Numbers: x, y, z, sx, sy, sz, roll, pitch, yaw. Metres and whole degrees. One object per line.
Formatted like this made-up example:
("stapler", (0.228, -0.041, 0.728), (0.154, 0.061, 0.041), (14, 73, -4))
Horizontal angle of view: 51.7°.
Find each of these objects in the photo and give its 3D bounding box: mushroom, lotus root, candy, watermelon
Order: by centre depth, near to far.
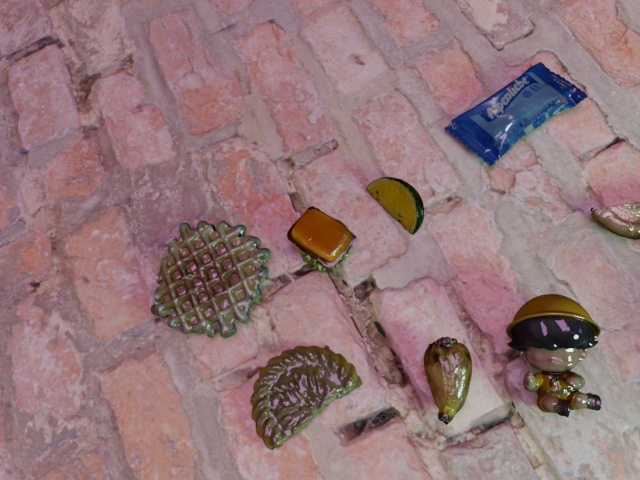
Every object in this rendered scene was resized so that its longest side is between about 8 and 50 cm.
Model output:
("lotus root", (0.285, 0.314, 1.478), (0.108, 0.094, 0.190), (-9, 72, 31))
("mushroom", (0.756, -0.050, 1.566), (0.210, 0.072, 0.094), (-11, 63, 8))
("watermelon", (0.204, -0.111, 1.682), (0.092, 0.075, 0.181), (-39, 67, -4))
("candy", (0.511, -0.337, 1.735), (0.331, 0.077, 0.187), (-35, 59, -7))

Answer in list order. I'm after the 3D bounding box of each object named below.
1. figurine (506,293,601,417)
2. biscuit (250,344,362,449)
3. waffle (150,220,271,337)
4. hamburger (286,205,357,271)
("figurine", (0.505, 0.244, 1.433), (0.192, 0.167, 0.256), (-2, 89, 4))
("biscuit", (-0.058, 0.343, 1.547), (0.273, 0.036, 0.187), (-39, 66, -8))
("waffle", (-0.279, 0.095, 1.681), (0.292, 0.056, 0.309), (11, 70, 14))
("hamburger", (0.000, 0.000, 1.661), (0.166, 0.087, 0.137), (37, 78, 23))
